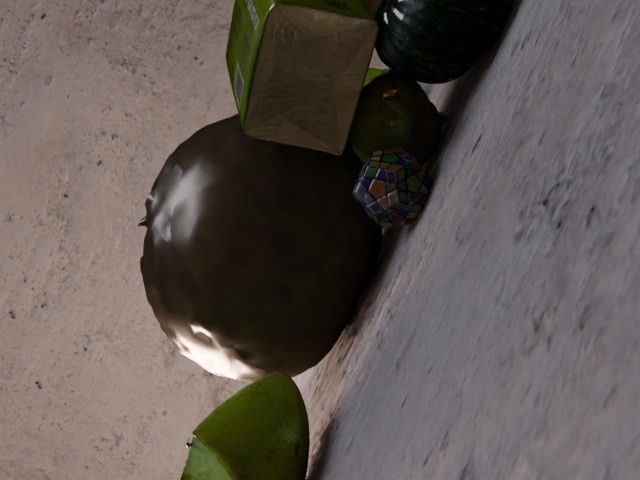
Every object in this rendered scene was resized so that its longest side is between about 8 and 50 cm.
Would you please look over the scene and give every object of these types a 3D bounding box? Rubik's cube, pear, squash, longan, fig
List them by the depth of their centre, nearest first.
[{"bbox_3d":[-0.080,0.304,1.155,0.239,0.139,0.288,-46,-19,-51],"label":"pear"},{"bbox_3d":[0.160,-0.317,1.173,0.218,0.172,0.218,-175,90,-65],"label":"squash"},{"bbox_3d":[0.097,-0.071,1.178,0.111,0.093,0.111,-155,90,-85],"label":"Rubik's cube"},{"bbox_3d":[0.109,-0.169,1.205,0.245,0.149,0.149,-107,40,-88],"label":"fig"},{"bbox_3d":[-0.102,0.003,1.392,0.436,0.404,0.404,-63,3,-5],"label":"longan"}]

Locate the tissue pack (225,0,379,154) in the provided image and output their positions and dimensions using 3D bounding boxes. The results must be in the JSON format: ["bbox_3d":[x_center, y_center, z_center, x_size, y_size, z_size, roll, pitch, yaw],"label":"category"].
[{"bbox_3d":[-0.037,-0.282,1.264,0.275,0.167,0.200,-107,29,-56],"label":"tissue pack"}]

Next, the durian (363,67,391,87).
[{"bbox_3d":[0.088,-0.233,1.824,0.340,0.204,0.256,-54,31,42],"label":"durian"}]

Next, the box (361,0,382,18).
[{"bbox_3d":[0.139,-0.449,1.444,0.260,0.213,0.283,-68,22,14],"label":"box"}]

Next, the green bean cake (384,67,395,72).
[{"bbox_3d":[0.152,-0.321,2.036,0.193,0.107,0.208,-65,2,-39],"label":"green bean cake"}]

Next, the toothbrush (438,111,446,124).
[{"bbox_3d":[0.170,-0.189,1.416,0.263,0.026,0.022,-129,57,-87],"label":"toothbrush"}]
